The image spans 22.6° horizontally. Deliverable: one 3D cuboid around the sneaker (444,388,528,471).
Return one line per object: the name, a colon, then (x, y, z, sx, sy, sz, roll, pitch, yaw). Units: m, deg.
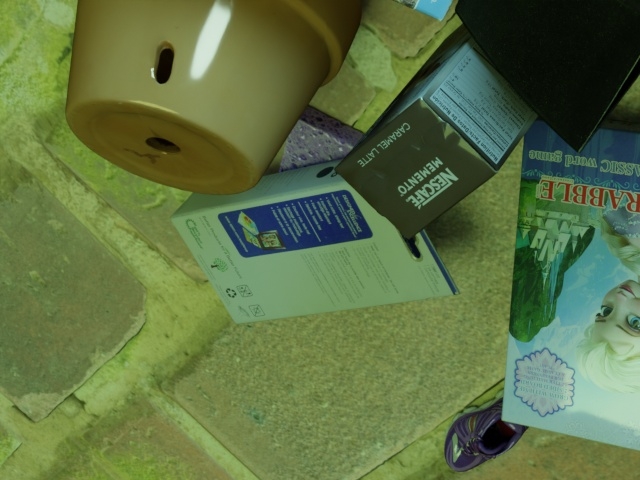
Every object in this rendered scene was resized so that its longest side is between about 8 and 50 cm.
sneaker: (0.192, 0.232, 1.898, 0.068, 0.071, 0.170, 39, 138, -1)

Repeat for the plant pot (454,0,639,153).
plant pot: (0.228, -0.225, 1.387, 0.167, 0.188, 0.187, 34, 144, 8)

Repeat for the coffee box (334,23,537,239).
coffee box: (0.137, -0.130, 1.496, 0.098, 0.246, 0.141, 44, 138, -6)

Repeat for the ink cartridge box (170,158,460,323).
ink cartridge box: (0.000, 0.000, 1.791, 0.333, 0.065, 0.165, -8, 121, 40)

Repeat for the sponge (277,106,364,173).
sponge: (0.003, -0.048, 1.818, 0.117, 0.031, 0.210, 29, 137, 11)

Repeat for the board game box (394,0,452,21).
board game box: (0.020, -0.360, 1.355, 0.291, 0.141, 0.232, 21, 118, -7)

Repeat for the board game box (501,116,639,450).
board game box: (0.342, 0.051, 1.552, 0.319, 0.066, 0.318, 9, 105, 28)

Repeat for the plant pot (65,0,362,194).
plant pot: (-0.124, -0.177, 1.587, 0.291, 0.203, 0.291, 15, 160, 5)
